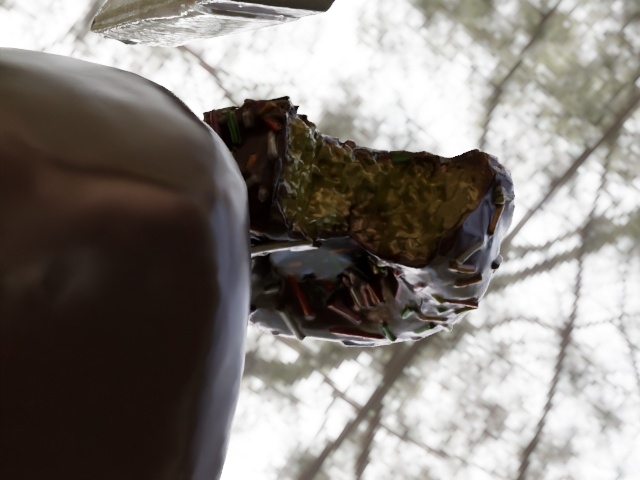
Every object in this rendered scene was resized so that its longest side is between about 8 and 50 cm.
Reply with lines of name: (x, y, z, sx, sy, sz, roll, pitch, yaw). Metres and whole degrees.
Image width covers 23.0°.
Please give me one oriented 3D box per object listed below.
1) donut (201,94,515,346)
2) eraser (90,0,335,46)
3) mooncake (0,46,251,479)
donut: (0.001, 0.000, 0.999, 0.216, 0.230, 0.096, -30, -132, 51)
eraser: (-0.052, -0.237, 1.232, 0.213, 0.082, 0.397, -55, -162, -8)
mooncake: (-0.150, 0.056, 0.802, 0.326, 0.174, 0.334, -43, -131, 52)
